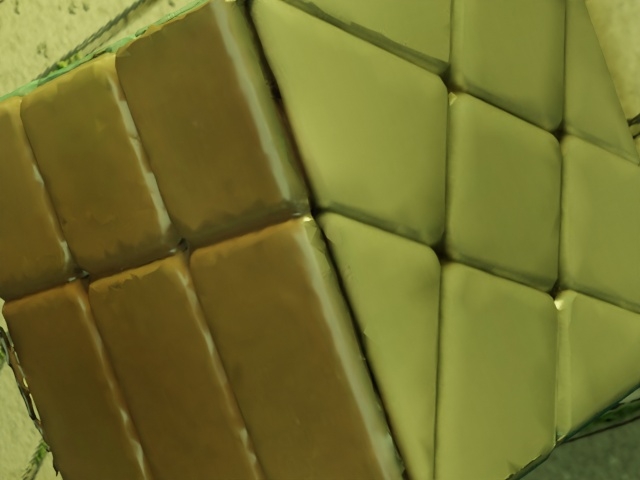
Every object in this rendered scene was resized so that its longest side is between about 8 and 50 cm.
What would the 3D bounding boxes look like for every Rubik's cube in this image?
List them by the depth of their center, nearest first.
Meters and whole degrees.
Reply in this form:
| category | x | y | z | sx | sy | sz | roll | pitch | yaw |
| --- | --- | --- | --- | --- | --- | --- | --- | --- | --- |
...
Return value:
| category | x | y | z | sx | sy | sz | roll | pitch | yaw |
| --- | --- | --- | --- | --- | --- | --- | --- | --- | --- |
| Rubik's cube | 0.000 | 0.000 | 0.640 | 0.224 | 0.231 | 0.221 | -16 | 96 | 46 |
